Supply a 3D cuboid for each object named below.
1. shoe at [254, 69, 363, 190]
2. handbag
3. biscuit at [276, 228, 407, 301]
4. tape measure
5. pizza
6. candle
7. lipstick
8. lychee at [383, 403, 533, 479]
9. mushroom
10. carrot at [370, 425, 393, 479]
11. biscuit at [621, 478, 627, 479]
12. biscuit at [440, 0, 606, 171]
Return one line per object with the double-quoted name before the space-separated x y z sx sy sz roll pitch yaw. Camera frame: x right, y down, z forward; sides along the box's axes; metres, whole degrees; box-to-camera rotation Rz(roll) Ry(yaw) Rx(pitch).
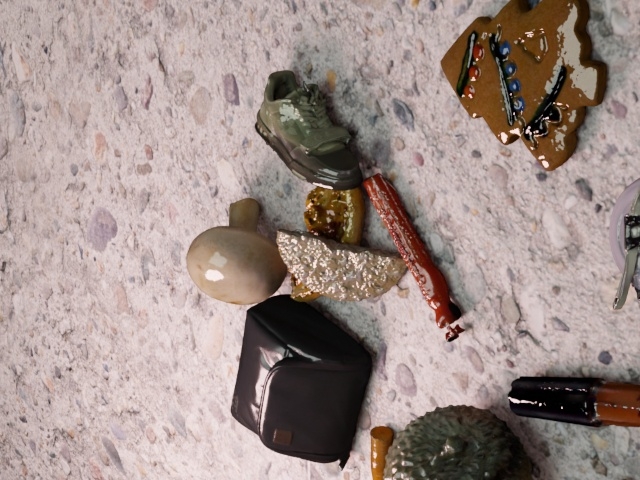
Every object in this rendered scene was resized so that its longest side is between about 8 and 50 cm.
"shoe" -0.021 -0.215 1.925 0.293 0.109 0.149 40 135 40
"handbag" -0.051 0.298 2.088 0.275 0.178 0.301 37 128 35
"biscuit" 0.035 0.056 1.941 0.250 0.032 0.133 13 124 10
"tape measure" 0.475 -0.002 1.436 0.178 0.105 0.196 -13 83 59
"pizza" 0.000 0.000 2.001 0.161 0.086 0.305 45 131 30
"candle" 0.168 0.024 1.853 0.051 0.048 0.329 -29 78 7
"lipstick" 0.467 0.248 1.578 0.418 0.077 0.077 -4 100 48
"lychee" 0.236 0.411 1.780 0.255 0.255 0.274 30 155 38
"mushroom" -0.166 0.019 2.139 0.207 0.207 0.215 -24 52 49
"carrot" 0.119 0.433 2.047 0.048 0.048 0.139 20 119 43
"biscuit" 0.544 0.443 1.546 0.274 0.091 0.213 -18 87 48
"biscuit" 0.301 -0.251 1.613 0.302 0.043 0.278 13 113 45
